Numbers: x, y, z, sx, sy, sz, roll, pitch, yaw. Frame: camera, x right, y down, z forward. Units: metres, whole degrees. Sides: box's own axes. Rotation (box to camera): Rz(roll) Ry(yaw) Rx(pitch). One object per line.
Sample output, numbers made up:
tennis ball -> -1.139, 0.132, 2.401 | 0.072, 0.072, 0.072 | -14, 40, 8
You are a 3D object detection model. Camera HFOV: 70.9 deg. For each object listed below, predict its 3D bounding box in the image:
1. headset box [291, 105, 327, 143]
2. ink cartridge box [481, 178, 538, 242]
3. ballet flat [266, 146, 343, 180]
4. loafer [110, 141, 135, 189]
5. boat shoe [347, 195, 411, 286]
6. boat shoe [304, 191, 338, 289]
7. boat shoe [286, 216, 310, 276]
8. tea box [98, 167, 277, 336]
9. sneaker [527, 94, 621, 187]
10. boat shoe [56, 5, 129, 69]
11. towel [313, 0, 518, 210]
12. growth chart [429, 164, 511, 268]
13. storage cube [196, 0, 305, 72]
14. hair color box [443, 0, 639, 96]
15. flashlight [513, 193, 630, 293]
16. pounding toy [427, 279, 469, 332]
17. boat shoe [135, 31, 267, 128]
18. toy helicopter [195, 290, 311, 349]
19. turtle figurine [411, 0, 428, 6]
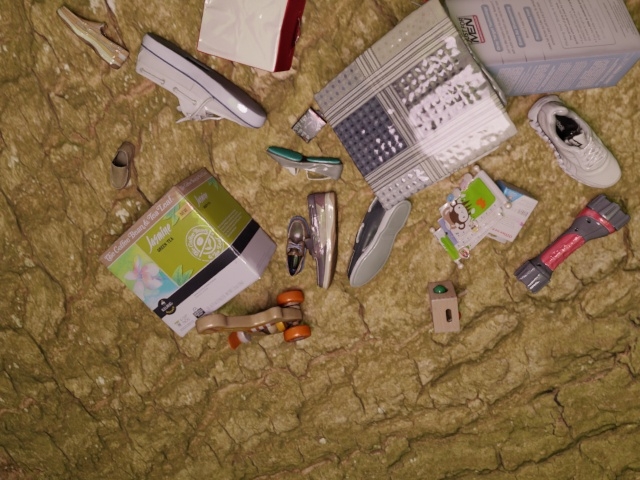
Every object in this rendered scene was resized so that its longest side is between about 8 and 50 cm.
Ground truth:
headset box -> -0.027, -0.310, 1.197 | 0.062, 0.032, 0.083 | 42, 110, -10
ink cartridge box -> 0.487, -0.073, 1.196 | 0.092, 0.090, 0.143 | 24, 114, -2
ballet flat -> -0.047, -0.202, 1.223 | 0.214, 0.072, 0.068 | 11, 117, 2
loafer -> -0.579, -0.212, 1.297 | 0.056, 0.050, 0.147 | 20, 113, -1
boat shoe -> 0.149, -0.005, 1.270 | 0.115, 0.091, 0.302 | 7, 121, -44
boat shoe -> 0.000, 0.000, 1.287 | 0.093, 0.103, 0.284 | 5, 109, 11
boat shoe -> -0.068, 0.022, 1.318 | 0.066, 0.066, 0.183 | 4, 112, 5
tea box -> -0.363, 0.032, 1.277 | 0.329, 0.220, 0.323 | -38, 102, 20
sneaker -> 0.633, -0.228, 1.102 | 0.292, 0.118, 0.110 | 40, 109, -11
boat shoe -> -0.582, -0.538, 1.165 | 0.072, 0.068, 0.190 | -45, 111, 8
towel -> 0.188, -0.263, 0.924 | 0.324, 0.056, 0.312 | -30, 97, 30
growth chart -> 0.389, -0.065, 1.195 | 0.172, 0.021, 0.237 | 53, 127, 33
storage cube -> -0.159, -0.507, 1.047 | 0.215, 0.193, 0.183 | 16, 113, -1
hair color box -> 0.454, -0.421, 0.963 | 0.375, 0.113, 0.185 | -6, 69, -3
flashlight -> 0.662, 0.018, 1.199 | 0.103, 0.103, 0.304 | 27, 112, -41
pounding toy -> 0.368, 0.179, 1.292 | 0.101, 0.130, 0.141 | -7, 111, 10
boat shoe -> -0.321, -0.364, 1.158 | 0.367, 0.136, 0.156 | 33, 112, -3
toy helicopter -> -0.214, 0.245, 1.317 | 0.235, 0.355, 0.140 | -29, 64, 36
turtle figurine -> 0.318, -0.581, 0.999 | 0.235, 0.118, 0.175 | 1, 128, -10
